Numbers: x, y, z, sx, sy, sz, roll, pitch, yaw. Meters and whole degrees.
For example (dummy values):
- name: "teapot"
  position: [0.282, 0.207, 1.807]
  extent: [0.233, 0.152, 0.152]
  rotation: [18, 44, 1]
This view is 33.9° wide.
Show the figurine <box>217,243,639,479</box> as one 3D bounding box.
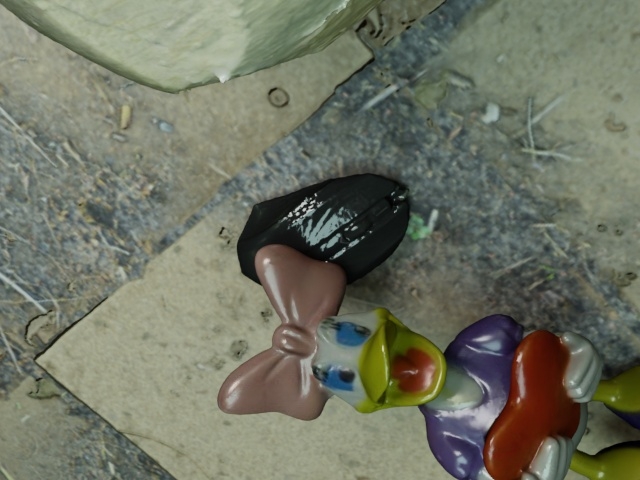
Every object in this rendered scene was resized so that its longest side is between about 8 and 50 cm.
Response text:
- name: "figurine"
  position: [0.136, 0.123, 0.881]
  extent: [0.420, 0.193, 0.154]
  rotation: [17, 85, -23]

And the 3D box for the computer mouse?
- name: "computer mouse"
  position: [0.000, 0.000, 0.901]
  extent: [0.172, 0.057, 0.099]
  rotation: [-26, 116, 23]

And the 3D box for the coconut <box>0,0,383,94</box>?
- name: "coconut"
  position: [-0.076, -0.253, 0.595]
  extent: [0.360, 0.346, 0.346]
  rotation: [-35, 109, 19]
